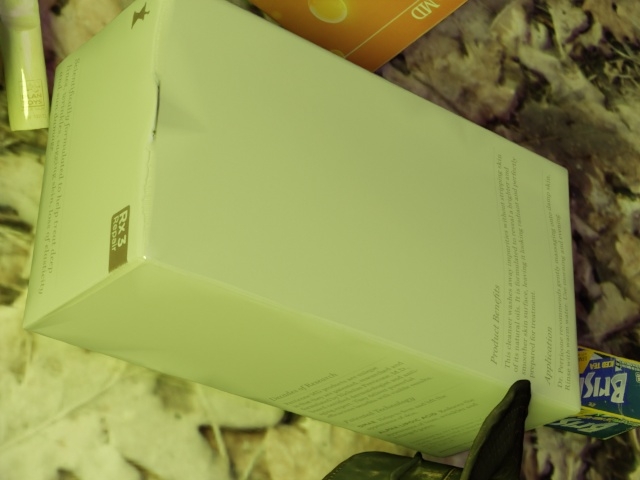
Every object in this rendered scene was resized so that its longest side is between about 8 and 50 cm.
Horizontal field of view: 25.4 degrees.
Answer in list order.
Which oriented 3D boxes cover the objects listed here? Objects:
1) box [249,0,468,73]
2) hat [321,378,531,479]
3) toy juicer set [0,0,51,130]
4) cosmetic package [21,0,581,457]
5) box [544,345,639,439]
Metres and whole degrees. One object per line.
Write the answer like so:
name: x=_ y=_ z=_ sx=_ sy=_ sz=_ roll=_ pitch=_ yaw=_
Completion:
box: x=-0.017 y=-0.324 z=1.132 sx=0.345 sy=0.215 sz=0.168 roll=35 pitch=52 yaw=-18
hat: x=0.037 y=0.235 z=0.929 sx=0.134 sy=0.331 sz=0.331 roll=15 pitch=52 yaw=13
toy juicer set: x=-0.245 y=-0.098 z=0.892 sx=0.329 sy=0.089 sz=0.209 roll=-43 pitch=122 yaw=-46
cosmetic package: x=0.000 y=0.000 z=1.011 sx=0.385 sy=0.156 sz=0.217 roll=22 pitch=56 yaw=-31
box: x=0.193 y=0.119 z=1.182 sx=0.169 sy=0.054 sz=0.059 roll=16 pitch=60 yaw=-30
